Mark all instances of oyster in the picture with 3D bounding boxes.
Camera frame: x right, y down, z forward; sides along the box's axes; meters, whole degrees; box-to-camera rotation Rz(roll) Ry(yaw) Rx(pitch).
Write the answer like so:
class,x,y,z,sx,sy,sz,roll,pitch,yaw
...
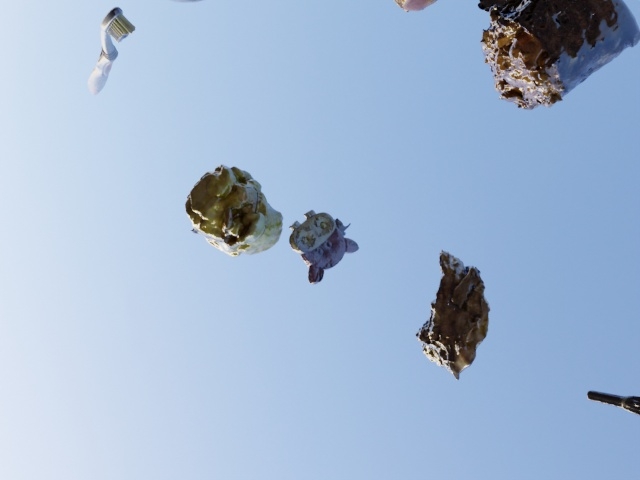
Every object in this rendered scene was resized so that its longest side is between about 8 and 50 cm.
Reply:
class,x,y,z,sx,sy,sz,roll,pitch,yaw
oyster,0.255,0.148,1.360,0.223,0.083,0.214,-126,-128,-67

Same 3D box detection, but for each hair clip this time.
class,x,y,z,sx,sy,sz,roll,pitch,yaw
hair clip,0.005,-0.003,1.619,0.146,0.187,0.056,53,-43,-3

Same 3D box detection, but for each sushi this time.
class,x,y,z,sx,sy,sz,roll,pitch,yaw
sushi,0.367,-0.352,1.188,0.207,0.348,0.234,-41,-89,5

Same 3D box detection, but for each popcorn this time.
class,x,y,z,sx,sy,sz,roll,pitch,yaw
popcorn,-0.203,-0.055,1.601,0.192,0.233,0.266,-37,-160,-3

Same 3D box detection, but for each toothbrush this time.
class,x,y,z,sx,sy,sz,roll,pitch,yaw
toothbrush,-0.290,-0.242,0.937,0.028,0.037,0.375,-49,-164,-16

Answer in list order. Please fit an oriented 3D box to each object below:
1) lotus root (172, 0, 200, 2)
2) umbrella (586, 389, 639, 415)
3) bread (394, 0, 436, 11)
class,x,y,z,sx,sy,sz,roll,pitch,yaw
lotus root,-0.177,-0.379,0.926,0.209,0.120,0.120,20,-89,52
umbrella,0.260,0.113,0.351,0.269,0.044,0.044,-2,-71,52
bread,0.171,-0.472,1.131,0.114,0.132,0.191,52,-36,22
